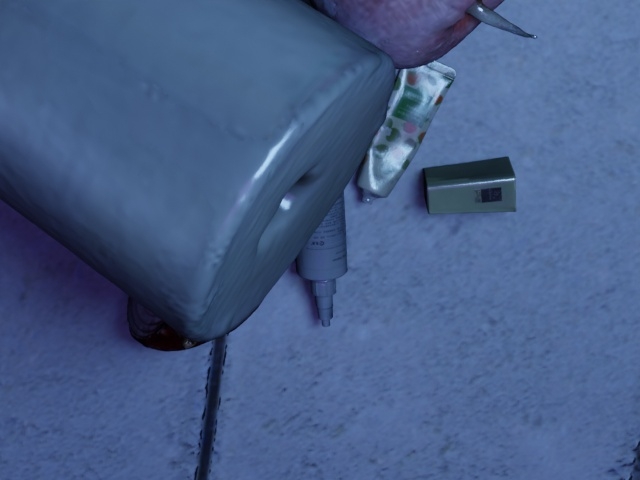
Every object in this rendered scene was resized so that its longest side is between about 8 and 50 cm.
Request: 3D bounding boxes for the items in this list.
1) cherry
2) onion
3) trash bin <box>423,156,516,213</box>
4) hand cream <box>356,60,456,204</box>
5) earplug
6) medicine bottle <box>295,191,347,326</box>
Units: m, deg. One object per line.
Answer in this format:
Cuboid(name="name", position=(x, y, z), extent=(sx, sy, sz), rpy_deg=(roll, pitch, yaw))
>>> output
Cuboid(name="cherry", position=(0.092, -0.277, 1.524), extent=(0.285, 0.213, 0.236), rpy_deg=(41, 90, 6))
Cuboid(name="onion", position=(-0.112, 0.044, 1.689), extent=(0.098, 0.151, 0.206), rpy_deg=(14, 134, -34))
Cuboid(name="trash bin", position=(0.154, -0.055, 1.704), extent=(0.092, 0.061, 0.043), rpy_deg=(-5, 113, 1))
Cuboid(name="hand cream", position=(0.082, -0.112, 1.693), extent=(0.057, 0.037, 0.165), rpy_deg=(23, 104, -13))
Cuboid(name="earplug", position=(-0.176, -0.135, 1.491), extent=(0.394, 0.312, 0.312), rpy_deg=(33, 109, 11))
Cuboid(name="medicine bottle", position=(0.000, 0.000, 1.717), extent=(0.058, 0.057, 0.199), rpy_deg=(-5, 113, -2))
